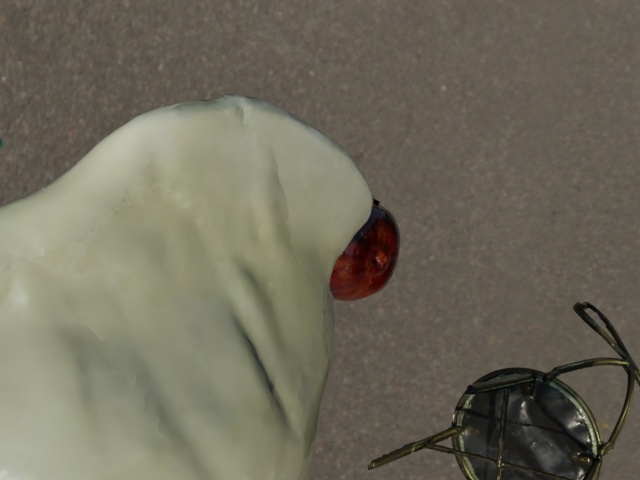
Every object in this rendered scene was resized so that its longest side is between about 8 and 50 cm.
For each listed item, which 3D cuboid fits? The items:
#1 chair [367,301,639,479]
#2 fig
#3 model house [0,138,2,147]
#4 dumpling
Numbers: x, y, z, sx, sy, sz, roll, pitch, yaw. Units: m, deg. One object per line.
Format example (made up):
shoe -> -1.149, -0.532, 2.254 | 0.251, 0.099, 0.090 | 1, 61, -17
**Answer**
chair -> 0.202, 0.186, 0.858 | 0.160, 0.170, 0.325 | 54, 28, 13
fig -> 0.011, -0.012, 1.551 | 0.203, 0.249, 0.186 | 17, 104, -52
model house -> -0.551, -0.130, 1.332 | 0.149, 0.127, 0.100 | -35, 49, -19
dumpling -> -0.074, 0.048, 0.452 | 0.187, 0.243, 0.318 | 40, 20, 26
